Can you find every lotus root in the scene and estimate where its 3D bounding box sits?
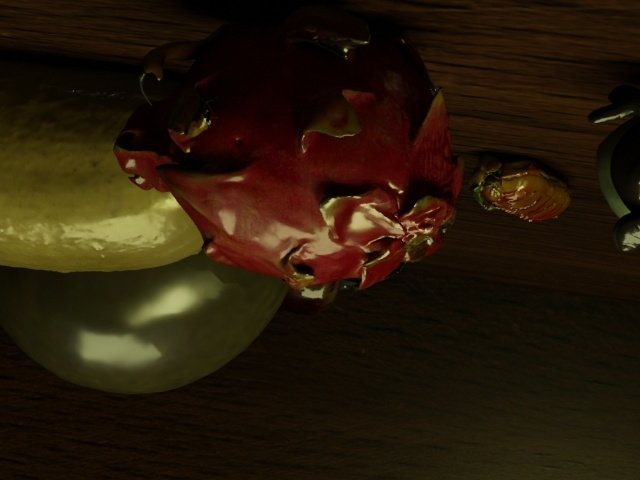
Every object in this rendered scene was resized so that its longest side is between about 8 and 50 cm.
[{"bbox_3d":[-0.170,-0.045,0.938,0.303,0.130,0.146,8,175,18],"label":"lotus root"}]

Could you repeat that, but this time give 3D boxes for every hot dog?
[{"bbox_3d":[0.148,-0.035,1.084,0.062,0.038,0.144,7,176,21],"label":"hot dog"}]

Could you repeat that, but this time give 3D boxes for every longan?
[{"bbox_3d":[-0.139,0.003,1.116,0.246,0.215,0.246,-1,-141,1],"label":"longan"}]

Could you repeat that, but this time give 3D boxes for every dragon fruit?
[{"bbox_3d":[-0.012,-0.045,0.680,0.166,0.133,0.136,6,133,25],"label":"dragon fruit"}]

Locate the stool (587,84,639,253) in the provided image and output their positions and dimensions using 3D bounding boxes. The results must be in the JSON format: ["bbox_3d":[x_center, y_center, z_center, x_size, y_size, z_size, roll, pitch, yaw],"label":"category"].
[{"bbox_3d":[0.216,-0.009,0.711,0.217,0.125,0.121,19,177,-8],"label":"stool"}]

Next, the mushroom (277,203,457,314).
[{"bbox_3d":[0.011,-0.013,1.284,0.218,0.148,0.227,-8,-168,-33],"label":"mushroom"}]

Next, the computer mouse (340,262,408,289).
[{"bbox_3d":[0.000,0.000,1.546,0.137,0.096,0.233,11,177,-27],"label":"computer mouse"}]
